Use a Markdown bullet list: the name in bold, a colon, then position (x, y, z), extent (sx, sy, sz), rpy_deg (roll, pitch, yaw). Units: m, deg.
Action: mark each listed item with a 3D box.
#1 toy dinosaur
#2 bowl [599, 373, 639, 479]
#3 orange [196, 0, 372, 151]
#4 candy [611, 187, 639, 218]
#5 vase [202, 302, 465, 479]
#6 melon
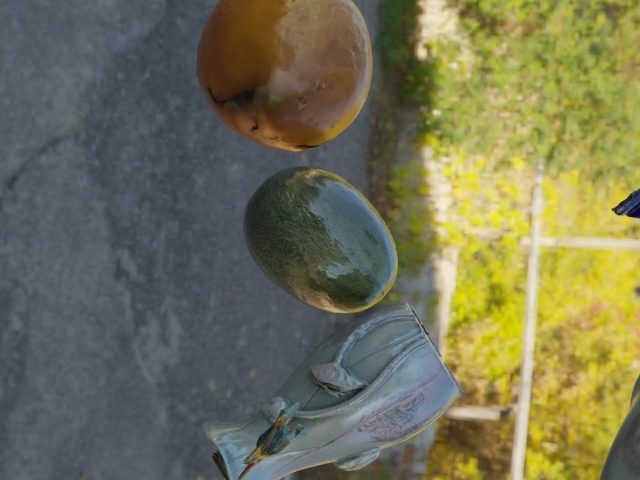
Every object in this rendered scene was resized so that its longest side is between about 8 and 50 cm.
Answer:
- **toy dinosaur**: position (-0.080, 0.299, 1.600), extent (0.044, 0.187, 0.106), rpy_deg (52, 15, 12)
- **bowl**: position (0.370, 0.313, 0.952), extent (0.196, 0.435, 0.434), rpy_deg (-31, 134, -20)
- **orange**: position (-0.050, -0.243, 1.520), extent (0.246, 0.246, 0.246), rpy_deg (4, 90, -72)
- **candy**: position (0.460, -0.069, 1.314), extent (0.275, 0.145, 0.070), rpy_deg (4, 54, -49)
- **vase**: position (0.015, 0.296, 1.946), extent (0.250, 0.445, 0.250), rpy_deg (59, 1, -2)
- **melon**: position (0.000, 0.000, 2.128), extent (0.248, 0.329, 0.248), rpy_deg (-47, 166, -16)
